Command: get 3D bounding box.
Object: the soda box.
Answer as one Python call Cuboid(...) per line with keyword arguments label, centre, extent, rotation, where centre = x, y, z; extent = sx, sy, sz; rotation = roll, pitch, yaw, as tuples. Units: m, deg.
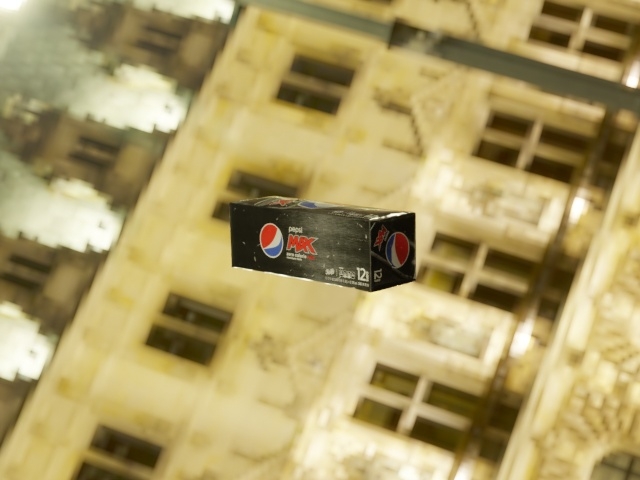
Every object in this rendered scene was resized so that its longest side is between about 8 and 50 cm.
Cuboid(label="soda box", centre=(0.000, 0.000, 1.430), extent=(0.053, 0.169, 0.060), rotation=(-10, -77, -43))
